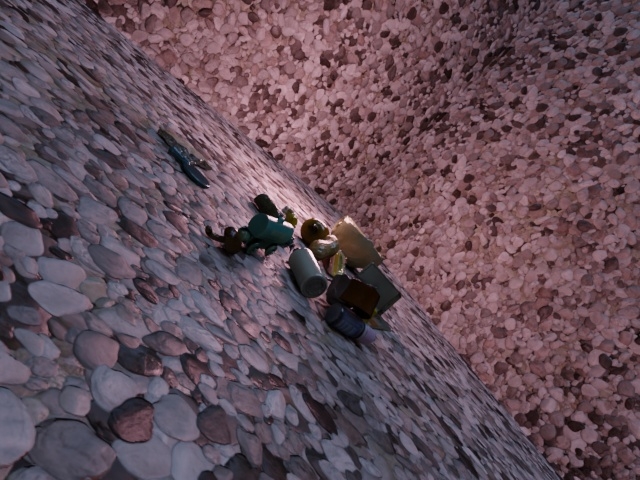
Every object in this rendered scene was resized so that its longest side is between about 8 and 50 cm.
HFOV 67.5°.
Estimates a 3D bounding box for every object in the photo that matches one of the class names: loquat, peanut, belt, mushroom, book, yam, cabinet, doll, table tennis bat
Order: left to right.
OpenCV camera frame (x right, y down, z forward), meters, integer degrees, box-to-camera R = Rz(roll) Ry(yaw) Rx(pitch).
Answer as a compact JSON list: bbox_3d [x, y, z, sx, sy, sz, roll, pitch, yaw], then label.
[{"bbox_3d":[-0.484,-0.269,1.772,0.201,0.033,0.124,46,8,-5],"label":"table tennis bat"},{"bbox_3d":[-0.279,-0.009,1.419,0.129,0.073,0.088,35,44,-35],"label":"mushroom"},{"bbox_3d":[-0.229,-0.140,2.146,0.179,0.078,0.078,52,12,29],"label":"yam"},{"bbox_3d":[-0.150,-0.111,2.311,0.062,0.106,0.162,2,21,-21],"label":"doll"},{"bbox_3d":[-0.028,-0.039,2.376,0.163,0.137,0.163,59,3,-5],"label":"loquat"},{"bbox_3d":[0.019,0.035,2.247,0.229,0.098,0.103,-20,81,-53],"label":"peanut"},{"bbox_3d":[0.114,0.208,1.754,0.184,0.105,0.261,28,-14,0],"label":"belt"},{"bbox_3d":[0.209,0.325,2.190,0.208,0.020,0.295,49,10,26],"label":"book"},{"bbox_3d":[0.277,0.241,2.365,0.206,0.145,0.150,49,-3,21],"label":"cabinet"}]

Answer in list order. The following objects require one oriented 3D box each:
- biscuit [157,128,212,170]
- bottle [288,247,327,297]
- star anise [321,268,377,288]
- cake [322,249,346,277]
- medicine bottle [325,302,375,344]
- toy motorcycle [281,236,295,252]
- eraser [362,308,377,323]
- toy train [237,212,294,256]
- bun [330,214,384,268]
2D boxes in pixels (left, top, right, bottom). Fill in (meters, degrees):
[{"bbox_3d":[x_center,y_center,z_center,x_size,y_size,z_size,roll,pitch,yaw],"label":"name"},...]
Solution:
[{"bbox_3d":[-0.536,-0.361,1.916,0.265,0.040,0.188,36,11,-42],"label":"biscuit"},{"bbox_3d":[-0.056,0.103,1.770,0.104,0.104,0.245,38,11,-34],"label":"bottle"},{"bbox_3d":[0.106,0.180,2.051,0.227,0.148,0.218,45,-16,0],"label":"star anise"},{"bbox_3d":[0.059,0.129,2.329,0.109,0.090,0.225,43,28,-23],"label":"cake"},{"bbox_3d":[0.111,0.300,1.697,0.203,0.083,0.083,38,12,-30],"label":"medicine bottle"},{"bbox_3d":[-0.148,-0.013,2.016,0.100,0.058,0.173,48,7,-14],"label":"toy motorcycle"},{"bbox_3d":[0.154,0.278,1.927,0.122,0.097,0.045,44,10,-16],"label":"eraser"},{"bbox_3d":[-0.184,-0.025,1.630,0.101,0.159,0.248,53,10,17],"label":"toy train"},{"bbox_3d":[0.188,0.034,2.775,0.364,0.202,0.364,48,4,-4],"label":"bun"}]
